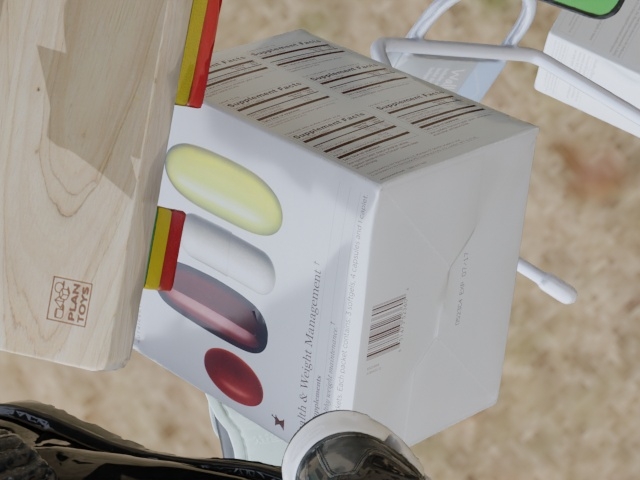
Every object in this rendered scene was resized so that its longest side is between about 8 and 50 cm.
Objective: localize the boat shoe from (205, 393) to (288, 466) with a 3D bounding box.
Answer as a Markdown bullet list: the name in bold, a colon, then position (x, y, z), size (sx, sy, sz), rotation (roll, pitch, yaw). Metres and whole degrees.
- **boat shoe**: position (-0.031, 0.148, 1.564), size (0.091, 0.114, 0.302), rotation (-92, -2, -48)

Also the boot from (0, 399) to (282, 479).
- **boot**: position (-0.156, 0.187, 1.130), size (0.348, 0.260, 0.131), rotation (12, 95, 27)

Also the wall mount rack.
- **wall mount rack**: position (0.131, -0.060, 1.672), size (0.350, 0.304, 0.130), rotation (-55, 46, 40)

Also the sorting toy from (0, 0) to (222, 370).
- **sorting toy**: position (-0.179, -0.077, 1.061), size (0.255, 0.257, 0.089), rotation (10, -179, 26)

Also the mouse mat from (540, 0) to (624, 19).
- **mouse mat**: position (0.188, -0.259, 1.424), size (0.152, 0.190, 0.007), rotation (24, 171, 29)

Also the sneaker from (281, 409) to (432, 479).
- **sneaker**: position (0.073, 0.183, 0.949), size (0.234, 0.078, 0.106), rotation (43, -174, -7)

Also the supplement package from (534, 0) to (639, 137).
- **supplement package**: position (0.302, -0.164, 1.783), size (0.179, 0.105, 0.105), rotation (27, 155, 11)

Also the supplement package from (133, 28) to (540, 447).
- **supplement package**: position (0.000, 0.000, 1.201), size (0.203, 0.149, 0.194), rotation (27, 122, 37)
